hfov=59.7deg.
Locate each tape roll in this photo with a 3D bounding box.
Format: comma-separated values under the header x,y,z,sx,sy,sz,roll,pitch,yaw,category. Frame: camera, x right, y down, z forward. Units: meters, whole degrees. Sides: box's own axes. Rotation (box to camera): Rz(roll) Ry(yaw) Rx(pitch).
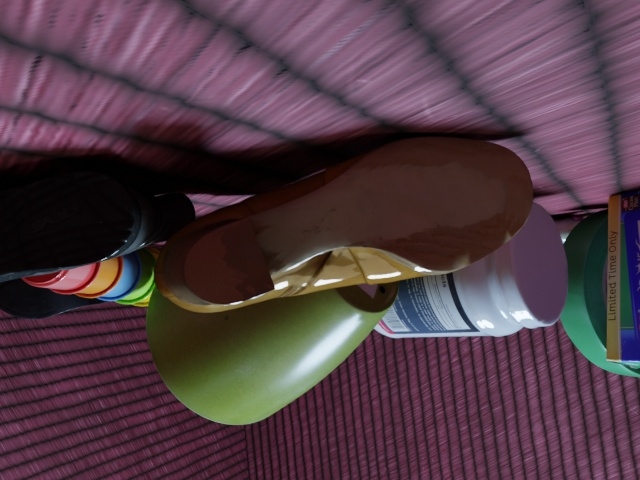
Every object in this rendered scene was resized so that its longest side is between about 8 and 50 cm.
x,y,z,sx,sy,sz,roll,pitch,yaw,category
0.594,0.091,1.040,0.322,0.321,0.077,-4,175,-17,tape roll

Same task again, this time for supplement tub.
x,y,z,sx,sy,sz,roll,pitch,yaw,category
0.201,0.049,0.837,0.191,0.191,0.272,-1,173,-45,supplement tub

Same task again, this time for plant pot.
x,y,z,sx,sy,sz,roll,pitch,yaw,category
-0.046,0.081,0.760,0.275,0.274,0.294,-1,156,-44,plant pot

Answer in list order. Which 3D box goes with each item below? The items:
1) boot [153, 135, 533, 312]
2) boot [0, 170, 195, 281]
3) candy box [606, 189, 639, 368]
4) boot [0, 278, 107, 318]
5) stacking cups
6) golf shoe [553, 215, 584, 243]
x,y,z,sx,sy,sz,roll,pitch,yaw,category
0.004,-0.013,0.480,0.295,0.104,0.211,-15,-175,-18,boot
-0.234,-0.002,0.442,0.247,0.083,0.161,-5,180,1,boot
0.571,0.044,0.759,0.122,0.268,0.317,20,160,-34,candy box
-0.524,0.094,1.226,0.264,0.096,0.280,-13,-178,-4,boot
-0.287,0.043,0.729,0.096,0.095,0.316,-6,175,2,stacking cups
0.538,0.005,1.211,0.140,0.115,0.306,-14,172,36,golf shoe
